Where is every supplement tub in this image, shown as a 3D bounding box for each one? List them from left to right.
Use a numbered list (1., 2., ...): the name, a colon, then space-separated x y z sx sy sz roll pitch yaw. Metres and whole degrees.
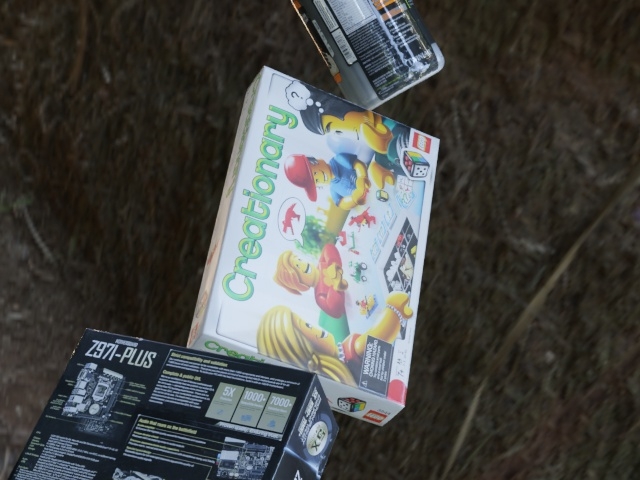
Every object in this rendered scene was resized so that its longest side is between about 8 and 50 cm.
1. supplement tub: 0.042 -0.243 1.581 0.117 0.117 0.190 -31 93 -27

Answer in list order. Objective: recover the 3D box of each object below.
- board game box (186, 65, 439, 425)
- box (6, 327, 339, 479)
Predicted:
1. board game box: 0.000 0.000 1.342 0.193 0.053 0.305 21 54 -15
2. box: -0.100 0.152 0.981 0.180 0.077 0.147 8 55 21
